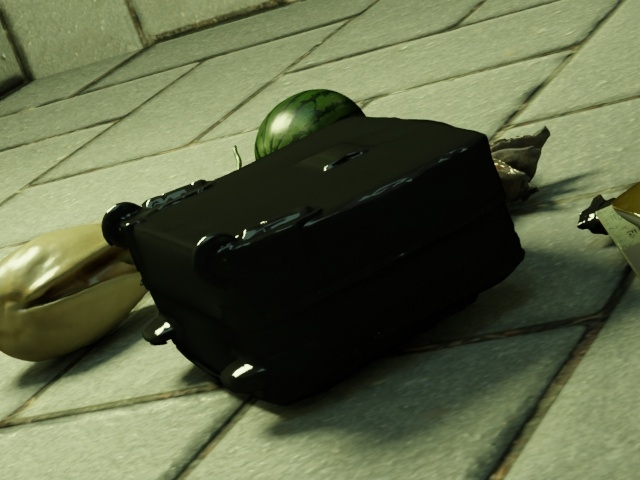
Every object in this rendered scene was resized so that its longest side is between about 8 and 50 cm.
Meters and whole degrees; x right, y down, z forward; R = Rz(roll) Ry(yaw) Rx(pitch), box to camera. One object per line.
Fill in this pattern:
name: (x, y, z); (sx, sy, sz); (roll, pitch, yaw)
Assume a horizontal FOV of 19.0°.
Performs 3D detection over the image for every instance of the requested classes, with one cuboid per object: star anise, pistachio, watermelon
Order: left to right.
pistachio: (-0.280, 0.055, 2.122); (0.215, 0.144, 0.144); (-24, 14, -32)
watermelon: (-0.021, -0.102, 2.306); (0.187, 0.140, 0.141); (-35, 20, -33)
star anise: (0.160, -0.057, 2.053); (0.182, 0.065, 0.195); (-18, 19, 29)

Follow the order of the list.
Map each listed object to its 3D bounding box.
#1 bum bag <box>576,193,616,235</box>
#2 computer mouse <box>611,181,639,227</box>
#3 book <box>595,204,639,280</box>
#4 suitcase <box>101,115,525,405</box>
bum bag: (0.295, -0.023, 1.797); (0.124, 0.034, 0.058); (2, 34, 45)
computer mouse: (0.329, -0.028, 1.655); (0.102, 0.045, 0.199); (-30, 27, -11)
book: (0.325, -0.010, 1.691); (0.127, 0.014, 0.181); (-21, 26, 1)
suitcase: (0.000, 0.000, 1.825); (0.339, 0.188, 0.345); (-27, 14, -17)
